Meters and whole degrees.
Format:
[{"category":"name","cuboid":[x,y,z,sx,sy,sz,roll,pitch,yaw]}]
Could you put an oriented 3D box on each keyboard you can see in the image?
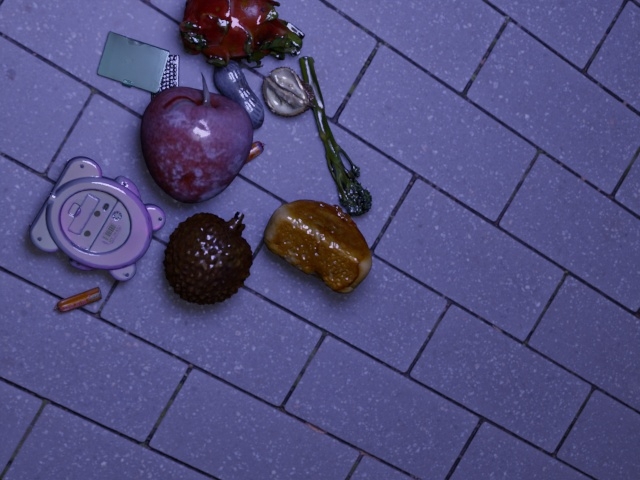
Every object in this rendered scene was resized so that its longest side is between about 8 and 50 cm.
[{"category":"keyboard","cuboid":[-0.346,-0.314,1.848,0.063,0.010,0.198,0,99,-12]}]

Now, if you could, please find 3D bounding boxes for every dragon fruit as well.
[{"category":"dragon fruit","cuboid":[-0.170,-0.447,1.786,0.269,0.198,0.200,34,65,-19]}]

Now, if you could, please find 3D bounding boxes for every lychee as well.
[{"category":"lychee","cuboid":[-0.244,0.034,1.838,0.200,0.200,0.238,37,102,-17]}]

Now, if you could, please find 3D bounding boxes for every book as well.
[{"category":"book","cuboid":[-0.409,-0.387,1.812,0.135,0.017,0.103,16,95,-11]}]

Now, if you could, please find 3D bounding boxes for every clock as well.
[{"category":"clock","cuboid":[-0.485,-0.041,1.817,0.247,0.090,0.228,30,91,-18]}]

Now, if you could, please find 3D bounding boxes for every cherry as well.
[{"category":"cherry","cuboid":[-0.263,-0.223,1.774,0.236,0.213,0.286,12,114,8]}]

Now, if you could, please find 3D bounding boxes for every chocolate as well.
[{"category":"chocolate","cuboid":[-0.181,-0.323,1.856,0.072,0.072,0.167,-31,105,-8]}]

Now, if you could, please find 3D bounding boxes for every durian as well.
[{"category":"durian","cuboid":[-0.060,-0.334,1.876,0.140,0.071,0.110,27,120,12]}]

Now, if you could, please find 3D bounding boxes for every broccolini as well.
[{"category":"broccolini","cuboid":[0.041,-0.244,1.934,0.074,0.078,0.392,-31,109,-51]}]

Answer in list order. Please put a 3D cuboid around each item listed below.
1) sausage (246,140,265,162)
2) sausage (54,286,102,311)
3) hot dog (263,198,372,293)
[{"category":"sausage","cuboid":[-0.181,-0.189,1.897,0.129,0.034,0.034,-32,105,-7]},{"category":"sausage","cuboid":[-0.545,0.135,1.858,0.107,0.031,0.031,-20,103,-11]},{"category":"hot dog","cuboid":[0.000,0.000,1.909,0.256,0.153,0.150,32,119,-6]}]
